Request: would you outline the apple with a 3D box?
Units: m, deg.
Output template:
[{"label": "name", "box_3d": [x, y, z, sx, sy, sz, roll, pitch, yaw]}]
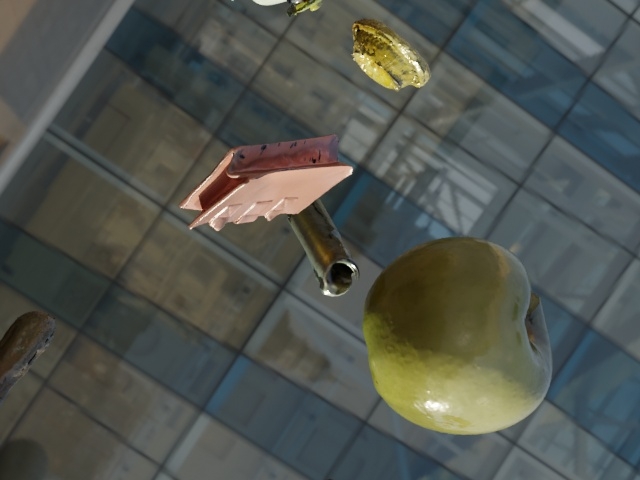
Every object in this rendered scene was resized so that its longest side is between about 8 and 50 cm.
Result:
[{"label": "apple", "box_3d": [0.198, 0.140, 1.603, 0.254, 0.292, 0.292, -16, -156, 19]}]

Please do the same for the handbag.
[{"label": "handbag", "box_3d": [-0.073, -0.078, 1.499, 0.212, 0.059, 0.157, -11, 159, -47]}]

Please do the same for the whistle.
[{"label": "whistle", "box_3d": [0.000, -0.001, 1.751, 0.068, 0.057, 0.326, -23, -157, -2]}]

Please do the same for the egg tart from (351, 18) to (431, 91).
[{"label": "egg tart", "box_3d": [0.127, -0.358, 2.168, 0.074, 0.191, 0.191, -50, -172, -7]}]

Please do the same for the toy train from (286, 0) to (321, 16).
[{"label": "toy train", "box_3d": [0.005, -0.447, 1.669, 0.177, 0.134, 0.261, -25, -157, 24]}]

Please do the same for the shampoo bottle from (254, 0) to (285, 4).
[{"label": "shampoo bottle", "box_3d": [-0.103, -0.464, 2.013, 0.152, 0.045, 0.077, -9, -112, 26]}]

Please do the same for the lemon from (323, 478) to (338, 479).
[{"label": "lemon", "box_3d": [0.004, 0.433, 1.408, 0.184, 0.184, 0.248, -176, -84, -80]}]

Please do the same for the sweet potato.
[{"label": "sweet potato", "box_3d": [-0.470, 0.200, 1.621, 0.081, 0.062, 0.233, -27, -151, 55]}]
